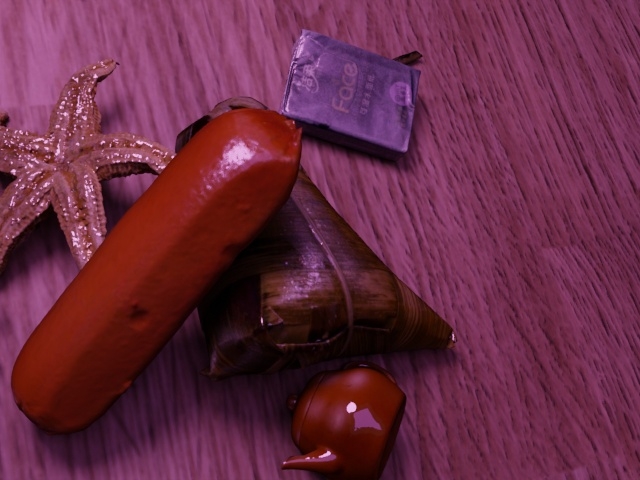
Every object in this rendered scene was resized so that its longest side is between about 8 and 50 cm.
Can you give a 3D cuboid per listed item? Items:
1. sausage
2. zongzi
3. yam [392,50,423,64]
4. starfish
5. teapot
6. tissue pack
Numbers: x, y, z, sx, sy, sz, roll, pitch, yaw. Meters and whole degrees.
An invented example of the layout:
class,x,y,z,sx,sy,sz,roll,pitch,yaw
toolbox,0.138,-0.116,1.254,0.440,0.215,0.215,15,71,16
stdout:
class,x,y,z,sx,sy,sz,roll,pitch,yaw
sausage,-0.144,0.025,0.663,0.094,0.348,0.097,31,11,-46
zongzi,0.000,0.000,0.808,0.288,0.134,0.286,3,60,-33
yam,0.083,-0.216,0.978,0.107,0.014,0.014,-27,79,-24
starfish,-0.237,-0.063,0.750,0.235,0.062,0.277,19,68,13
teapot,0.020,0.168,0.751,0.116,0.116,0.173,40,37,1
tissue pack,0.033,-0.167,0.916,0.156,0.051,0.112,15,74,-12
